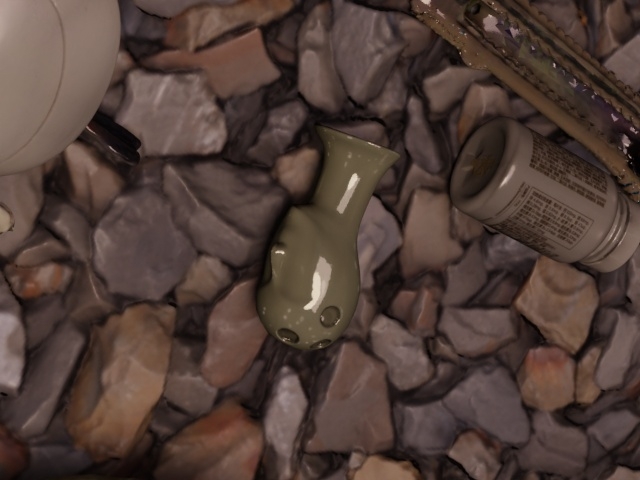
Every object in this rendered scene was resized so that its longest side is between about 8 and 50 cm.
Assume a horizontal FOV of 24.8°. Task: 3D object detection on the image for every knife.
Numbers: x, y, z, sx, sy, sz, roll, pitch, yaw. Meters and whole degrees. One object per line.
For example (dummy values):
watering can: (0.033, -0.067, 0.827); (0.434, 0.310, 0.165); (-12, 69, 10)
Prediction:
knife: (0.209, -0.096, 1.125); (0.365, 0.043, 0.089); (38, 82, -23)

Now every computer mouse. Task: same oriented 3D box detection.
computer mouse: (-0.262, -0.138, 0.821); (0.297, 0.121, 0.184); (29, 119, -10)

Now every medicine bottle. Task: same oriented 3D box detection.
medicine bottle: (0.174, -0.031, 1.100); (0.140, 0.079, 0.079); (26, 88, -24)

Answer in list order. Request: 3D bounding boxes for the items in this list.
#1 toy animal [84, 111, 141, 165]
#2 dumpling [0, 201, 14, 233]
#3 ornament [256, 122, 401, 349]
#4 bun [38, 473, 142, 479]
toy animal: (-0.208, -0.228, 0.905); (0.302, 0.225, 0.284); (19, 111, -12)
dumpling: (-0.290, -0.007, 0.890); (0.199, 0.118, 0.136); (12, 111, -3)
ornament: (0.000, 0.000, 1.033); (0.081, 0.075, 0.156); (18, 93, -43)
bun: (-0.134, 0.339, 0.924); (0.359, 0.360, 0.211); (-52, 157, -8)
